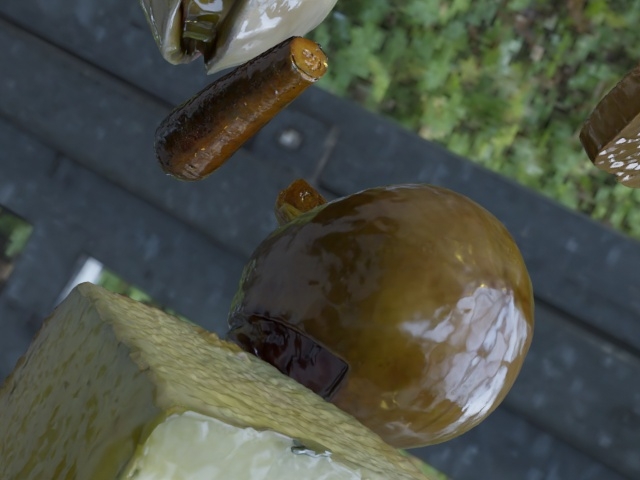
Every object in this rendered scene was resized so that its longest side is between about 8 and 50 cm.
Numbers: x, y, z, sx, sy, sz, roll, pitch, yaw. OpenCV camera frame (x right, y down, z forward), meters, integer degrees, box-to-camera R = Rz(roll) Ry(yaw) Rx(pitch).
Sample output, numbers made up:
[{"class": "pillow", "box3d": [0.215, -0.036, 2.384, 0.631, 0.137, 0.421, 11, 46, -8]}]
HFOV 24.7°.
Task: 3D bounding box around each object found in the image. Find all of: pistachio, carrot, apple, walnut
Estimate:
[{"class": "pistachio", "box3d": [-0.077, -0.248, 1.310, 0.318, 0.194, 0.213, -69, -179, -62]}, {"class": "carrot", "box3d": [-0.060, -0.093, 1.031, 0.161, 0.055, 0.055, -35, 175, 42]}, {"class": "apple", "box3d": [-0.112, 0.211, 0.819, 0.309, 0.314, 0.252, -63, 163, 6]}, {"class": "walnut", "box3d": [0.041, 0.063, 1.112, 0.203, 0.298, 0.203, 3, 83, -28]}]

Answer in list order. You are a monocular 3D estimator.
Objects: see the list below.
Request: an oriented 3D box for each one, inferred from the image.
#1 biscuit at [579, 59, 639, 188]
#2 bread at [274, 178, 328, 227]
[{"class": "biscuit", "box3d": [0.210, -0.071, 0.768, 0.142, 0.029, 0.221, -25, 162, 23]}, {"class": "bread", "box3d": [0.000, 0.000, 1.330, 0.053, 0.074, 0.132, -43, 153, -8]}]
